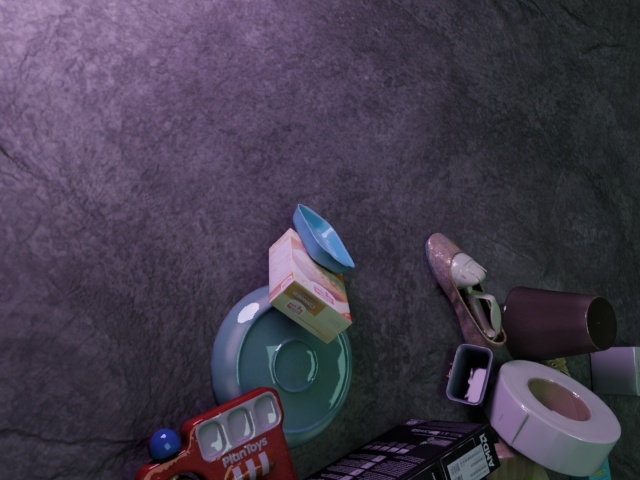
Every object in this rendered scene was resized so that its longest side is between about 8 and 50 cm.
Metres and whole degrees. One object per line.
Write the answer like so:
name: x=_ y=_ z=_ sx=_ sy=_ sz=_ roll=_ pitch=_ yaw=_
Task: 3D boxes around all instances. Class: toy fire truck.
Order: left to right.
toy fire truck: x=-0.171 y=0.402 z=0.953 sx=0.302 sy=0.169 sz=0.254 roll=-16 pitch=90 yaw=-35

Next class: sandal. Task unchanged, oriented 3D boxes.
sandal: x=0.614 y=0.363 z=1.546 sx=0.088 sy=0.079 sz=0.240 roll=48 pitch=59 yaw=-18

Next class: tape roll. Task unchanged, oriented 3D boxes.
tape roll: x=0.525 y=0.399 z=1.356 sx=0.286 sy=0.286 sz=0.100 roll=5 pitch=116 yaw=-34

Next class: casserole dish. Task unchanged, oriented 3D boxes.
casserole dish: x=0.000 y=0.000 z=1.157 sx=0.037 sy=0.188 sz=0.114 roll=-45 pitch=128 yaw=15

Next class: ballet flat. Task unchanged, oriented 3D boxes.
ballet flat: x=0.357 y=0.118 z=1.396 sx=0.107 sy=0.106 sz=0.316 roll=-33 pitch=101 yaw=-34

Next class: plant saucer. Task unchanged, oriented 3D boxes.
plant saucer: x=-0.056 y=0.239 z=1.135 sx=0.317 sy=0.043 sz=0.318 roll=6 pitch=79 yaw=-33

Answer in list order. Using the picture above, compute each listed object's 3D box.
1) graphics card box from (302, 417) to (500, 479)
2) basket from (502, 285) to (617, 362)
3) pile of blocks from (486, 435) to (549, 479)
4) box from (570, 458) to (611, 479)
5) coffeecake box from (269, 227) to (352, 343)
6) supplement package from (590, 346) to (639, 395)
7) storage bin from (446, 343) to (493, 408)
graphics card box: x=0.128 y=0.450 z=1.109 sx=0.370 sy=0.232 sz=0.094 roll=-17 pitch=88 yaw=-36
basket: x=0.594 y=0.206 z=1.470 sx=0.154 sy=0.226 sz=0.205 roll=10 pitch=76 yaw=-33
pile of blocks: x=0.484 y=0.578 z=1.425 sx=0.362 sy=0.148 sz=0.113 roll=54 pitch=14 yaw=-26
box: x=0.718 y=0.561 z=1.596 sx=0.100 sy=0.060 sz=0.245 roll=-4 pitch=85 yaw=-35
coffeecake box: x=-0.023 y=0.081 z=1.103 sx=0.142 sy=0.068 sz=0.185 roll=39 pitch=20 yaw=-23
supplement package: x=0.915 y=0.376 z=1.714 sx=0.244 sy=0.139 sz=0.134 roll=7 pitch=77 yaw=-32
storage bin: x=0.350 y=0.323 z=1.376 sx=0.091 sy=0.098 sz=0.135 roll=50 pitch=54 yaw=-50
